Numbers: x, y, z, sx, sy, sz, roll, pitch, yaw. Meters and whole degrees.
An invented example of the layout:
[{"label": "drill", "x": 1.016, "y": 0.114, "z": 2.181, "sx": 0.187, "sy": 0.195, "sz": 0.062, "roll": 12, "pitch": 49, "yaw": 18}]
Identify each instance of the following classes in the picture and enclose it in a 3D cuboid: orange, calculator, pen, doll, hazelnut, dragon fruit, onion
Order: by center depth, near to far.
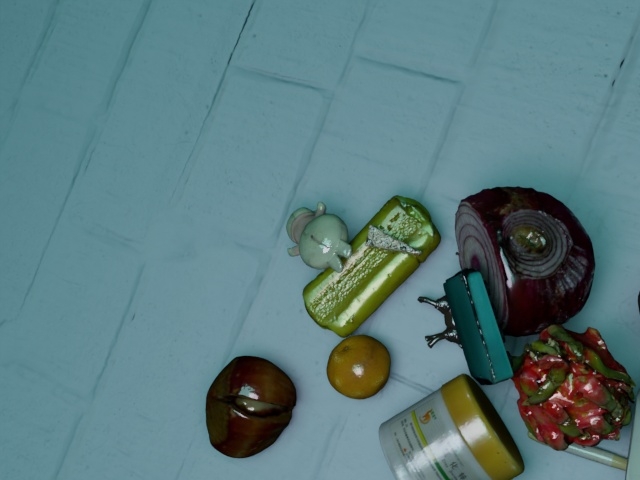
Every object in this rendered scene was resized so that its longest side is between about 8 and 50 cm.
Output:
[{"label": "dragon fruit", "x": 0.513, "y": 0.299, "z": 1.564, "sx": 0.231, "sy": 0.303, "sz": 0.237, "roll": -20, "pitch": 42, "yaw": 8}, {"label": "calculator", "x": 0.335, "y": 0.180, "z": 1.618, "sx": 0.058, "sy": 0.274, "sz": 0.248, "roll": -16, "pitch": 79, "yaw": -1}, {"label": "pen", "x": 0.565, "y": 0.452, "z": 1.648, "sx": 0.233, "sy": 0.040, "sz": 0.032, "roll": 14, "pitch": 70, "yaw": 21}, {"label": "onion", "x": 0.455, "y": 0.029, "z": 1.652, "sx": 0.260, "sy": 0.282, "sz": 0.337, "roll": -14, "pitch": 64, "yaw": -5}, {"label": "doll", "x": 0.317, "y": 0.187, "z": 1.781, "sx": 0.165, "sy": 0.057, "sz": 0.139, "roll": -8, "pitch": 75, "yaw": 8}, {"label": "orange", "x": 0.094, "y": 0.300, "z": 1.787, "sx": 0.159, "sy": 0.159, "sz": 0.136, "roll": -28, "pitch": 113, "yaw": 12}, {"label": "doll", "x": -0.011, "y": -0.007, "z": 1.833, "sx": 0.155, "sy": 0.113, "sz": 0.275, "roll": -57, "pitch": 24, "yaw": 6}, {"label": "hazelnut", "x": -0.169, "y": 0.404, "z": 1.839, "sx": 0.217, "sy": 0.217, "sz": 0.251, "roll": 23, "pitch": 97, "yaw": 22}]

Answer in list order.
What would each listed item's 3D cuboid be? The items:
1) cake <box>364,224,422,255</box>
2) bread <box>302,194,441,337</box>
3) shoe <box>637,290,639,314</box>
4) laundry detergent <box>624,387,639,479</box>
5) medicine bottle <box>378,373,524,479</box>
[{"label": "cake", "x": 0.165, "y": 0.015, "z": 1.748, "sx": 0.140, "sy": 0.051, "sz": 0.055, "roll": 28, "pitch": 89, "yaw": 21}, {"label": "bread", "x": 0.126, "y": 0.066, "z": 1.840, "sx": 0.383, "sy": 0.112, "sz": 0.166, "roll": -47, "pitch": 71, "yaw": 5}, {"label": "shoe", "x": 0.741, "y": 0.108, "z": 1.509, "sx": 0.237, "sy": 0.171, "sz": 0.384, "roll": 14, "pitch": 54, "yaw": -20}, {"label": "laundry detergent", "x": 0.693, "y": 0.373, "z": 1.532, "sx": 0.105, "sy": 0.215, "sz": 0.280, "roll": 5, "pitch": 83, "yaw": 40}, {"label": "medicine bottle", "x": 0.280, "y": 0.445, "z": 1.641, "sx": 0.232, "sy": 0.238, "sz": 0.238, "roll": -35, "pitch": 70, "yaw": 10}]
